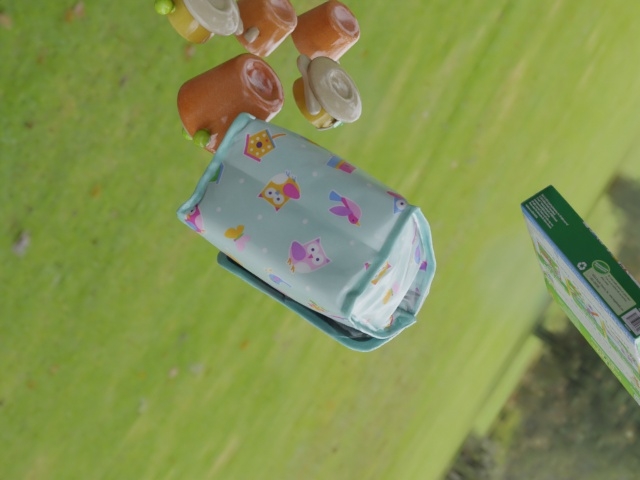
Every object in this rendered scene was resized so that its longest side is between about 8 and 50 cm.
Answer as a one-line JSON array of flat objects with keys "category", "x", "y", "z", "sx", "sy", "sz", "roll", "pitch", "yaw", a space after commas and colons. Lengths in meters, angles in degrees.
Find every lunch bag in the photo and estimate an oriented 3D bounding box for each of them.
[{"category": "lunch bag", "x": 0.000, "y": 0.000, "z": 1.577, "sx": 0.160, "sy": 0.223, "sz": 0.262, "roll": -58, "pitch": 163, "yaw": -4}]

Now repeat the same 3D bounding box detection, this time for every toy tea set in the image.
[{"category": "toy tea set", "x": -0.070, "y": -0.193, "z": 1.724, "sx": 0.124, "sy": 0.200, "sz": 0.336, "roll": -31, "pitch": 163, "yaw": 33}]

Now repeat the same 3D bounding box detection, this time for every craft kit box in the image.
[{"category": "craft kit box", "x": 0.365, "y": 0.083, "z": 1.941, "sx": 0.061, "sy": 0.250, "sz": 0.246, "roll": -32, "pitch": 147, "yaw": -5}]
